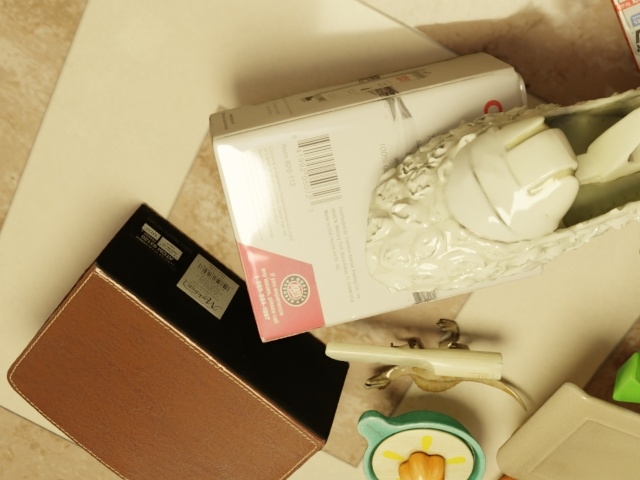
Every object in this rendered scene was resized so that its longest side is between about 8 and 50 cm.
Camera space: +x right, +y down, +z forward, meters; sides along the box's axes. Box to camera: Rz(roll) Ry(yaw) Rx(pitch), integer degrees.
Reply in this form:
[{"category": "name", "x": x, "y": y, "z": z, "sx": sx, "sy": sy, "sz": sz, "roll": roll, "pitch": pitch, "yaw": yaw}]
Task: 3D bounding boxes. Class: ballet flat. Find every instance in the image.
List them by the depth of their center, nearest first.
[{"category": "ballet flat", "x": 0.224, "y": -0.073, "z": 0.846, "sx": 0.408, "sy": 0.147, "sz": 0.147, "roll": -18, "pitch": 112, "yaw": -4}]

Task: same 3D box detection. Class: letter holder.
[{"category": "letter holder", "x": -0.158, "y": 0.151, "z": 1.129, "sx": 0.302, "sy": 0.152, "sz": 0.214, "roll": 39, "pitch": 117, "yaw": -8}]

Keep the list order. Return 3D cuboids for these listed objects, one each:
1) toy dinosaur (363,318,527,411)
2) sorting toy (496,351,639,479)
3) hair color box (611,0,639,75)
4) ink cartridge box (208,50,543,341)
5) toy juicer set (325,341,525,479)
[{"category": "toy dinosaur", "x": 0.141, "y": 0.139, "z": 1.132, "sx": 0.183, "sy": 0.053, "sz": 0.093, "roll": 4, "pitch": 129, "yaw": 4}, {"category": "sorting toy", "x": 0.297, "y": 0.214, "z": 1.019, "sx": 0.196, "sy": 0.047, "sz": 0.348, "roll": 24, "pitch": 141, "yaw": -1}, {"category": "hair color box", "x": 0.338, "y": -0.175, "z": 0.939, "sx": 0.093, "sy": 0.053, "sz": 0.167, "roll": -22, "pitch": 110, "yaw": 18}, {"category": "ink cartridge box", "x": 0.054, "y": -0.044, "z": 0.973, "sx": 0.282, "sy": 0.117, "sz": 0.207, "roll": -13, "pitch": 110, "yaw": -3}, {"category": "toy juicer set", "x": 0.148, "y": 0.231, "z": 1.109, "sx": 0.209, "sy": 0.089, "sz": 0.329, "roll": -12, "pitch": 124, "yaw": 13}]
